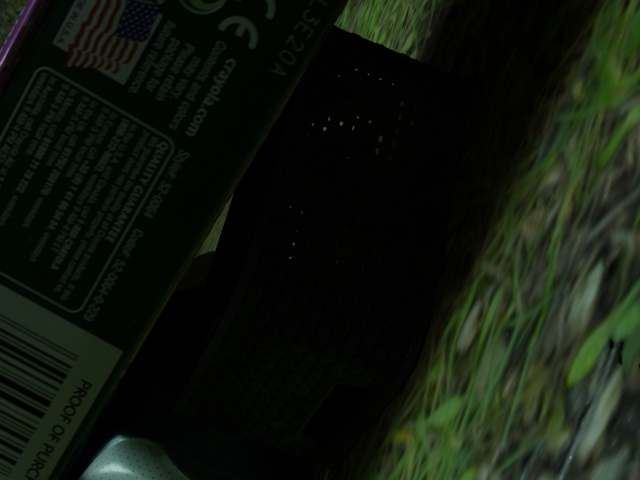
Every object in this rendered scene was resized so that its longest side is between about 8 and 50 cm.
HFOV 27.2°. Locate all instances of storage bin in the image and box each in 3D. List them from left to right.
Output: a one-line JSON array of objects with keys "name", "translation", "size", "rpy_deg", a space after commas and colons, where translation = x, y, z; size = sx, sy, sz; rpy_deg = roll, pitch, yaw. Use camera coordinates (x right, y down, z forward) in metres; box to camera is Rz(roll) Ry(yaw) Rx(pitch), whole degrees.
[{"name": "storage bin", "translation": [0.000, 0.000, 0.626], "size": [0.122, 0.084, 0.180], "rpy_deg": [121, 166, -51]}]

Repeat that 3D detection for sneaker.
[{"name": "sneaker", "translation": [-0.114, 0.166, 0.774], "size": [0.323, 0.130, 0.236], "rpy_deg": [-48, 18, 53]}]

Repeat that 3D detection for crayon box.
[{"name": "crayon box", "translation": [-0.077, -0.086, 0.635], "size": [0.363, 0.106, 0.313], "rpy_deg": [-57, 9, 17]}]
